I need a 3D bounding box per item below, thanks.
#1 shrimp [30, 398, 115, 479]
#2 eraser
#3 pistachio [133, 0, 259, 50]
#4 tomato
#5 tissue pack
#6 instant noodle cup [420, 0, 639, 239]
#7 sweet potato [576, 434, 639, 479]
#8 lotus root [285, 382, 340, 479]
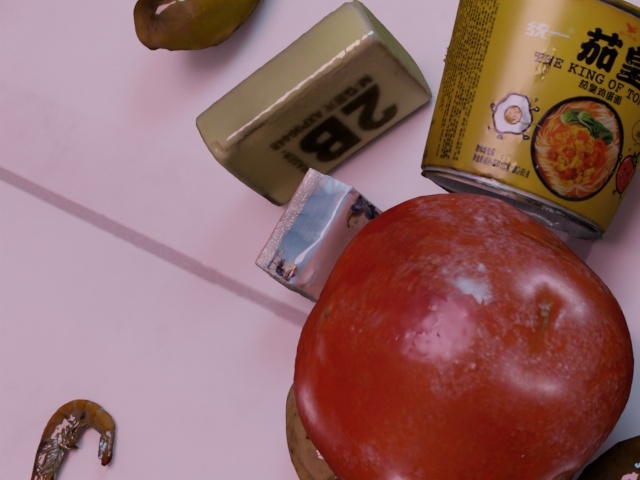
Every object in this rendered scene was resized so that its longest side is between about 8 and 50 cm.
[{"bbox_3d":[-0.219,0.193,1.076,0.083,0.023,0.114,10,68,34],"label":"shrimp"},{"bbox_3d":[-0.004,-0.110,1.030,0.172,0.117,0.058,-35,56,14],"label":"eraser"},{"bbox_3d":[-0.107,-0.251,1.192,0.110,0.100,0.189,15,65,15],"label":"pistachio"},{"bbox_3d":[0.081,0.079,0.806,0.232,0.188,0.232,-43,26,28],"label":"tomato"},{"bbox_3d":[0.000,0.000,0.997,0.058,0.074,0.094,28,86,37],"label":"tissue pack"},{"bbox_3d":[0.159,-0.089,0.882,0.182,0.182,0.144,18,87,39],"label":"instant noodle cup"},{"bbox_3d":[0.205,0.159,0.783,0.273,0.067,0.067,-36,51,15],"label":"sweet potato"},{"bbox_3d":[0.009,0.147,0.921,0.072,0.063,0.152,-25,50,9],"label":"lotus root"}]
